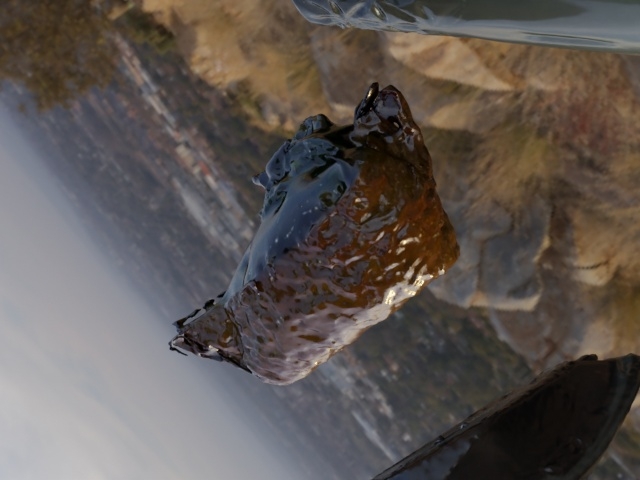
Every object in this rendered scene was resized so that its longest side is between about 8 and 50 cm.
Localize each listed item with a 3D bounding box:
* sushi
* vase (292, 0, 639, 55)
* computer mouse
[{"bbox_3d":[0.000,0.001,0.680,0.140,0.149,0.287,42,136,-7],"label":"sushi"},{"bbox_3d":[0.130,-0.204,0.631,0.301,0.251,0.156,6,110,31],"label":"vase"},{"bbox_3d":[0.093,0.112,0.454,0.062,0.192,0.106,60,147,13],"label":"computer mouse"}]
